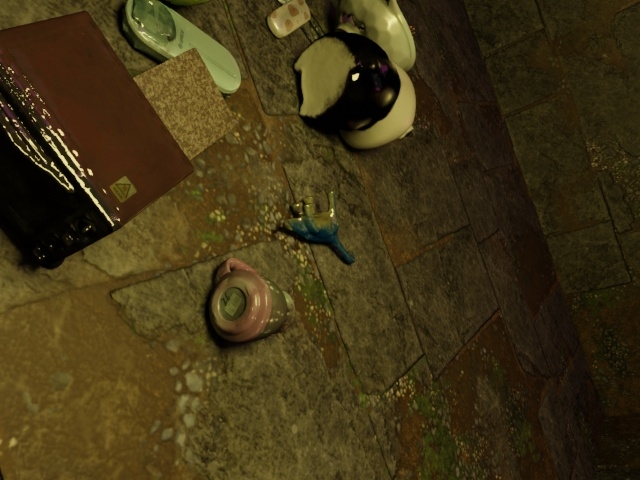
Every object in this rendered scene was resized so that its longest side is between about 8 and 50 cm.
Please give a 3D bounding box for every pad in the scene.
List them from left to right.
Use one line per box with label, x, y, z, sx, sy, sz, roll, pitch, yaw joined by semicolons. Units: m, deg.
pad;-0.247;-0.215;0.882;0.235;0.003;0.158;-50;123;-41

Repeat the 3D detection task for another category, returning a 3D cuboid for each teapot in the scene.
teapot;-0.118;0.109;0.886;0.146;0.148;0.116;24;91;-59

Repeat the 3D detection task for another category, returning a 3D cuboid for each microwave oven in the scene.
microwave oven;-0.319;-0.115;0.633;0.248;0.178;0.188;57;37;-18

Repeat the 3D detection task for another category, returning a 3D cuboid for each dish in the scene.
dish;0.122;-0.545;1.413;0.120;0.303;0.303;-41;114;-9

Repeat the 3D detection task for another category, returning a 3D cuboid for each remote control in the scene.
remote control;-0.247;-0.346;0.947;0.247;0.052;0.104;26;54;-45

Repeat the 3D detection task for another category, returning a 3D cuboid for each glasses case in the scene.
glasses case;-0.075;-0.544;1.273;0.063;0.041;0.164;57;43;-20

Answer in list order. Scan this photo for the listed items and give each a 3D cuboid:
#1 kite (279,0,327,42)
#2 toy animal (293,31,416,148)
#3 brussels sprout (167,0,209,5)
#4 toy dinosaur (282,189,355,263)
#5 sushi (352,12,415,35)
kite;-0.062;-0.603;1.353;0.310;0.015;0.169;52;41;-24
toy animal;0.108;-0.356;1.288;0.309;0.250;0.251;5;71;-45
brussels sprout;-0.223;-0.541;0.883;0.259;0.294;0.227;-45;104;-4
toy dinosaur;0.000;0.000;1.111;0.247;0.075;0.188;-37;112;-60
sushi;0.167;-0.697;1.608;0.332;0.124;0.130;8;57;-50
